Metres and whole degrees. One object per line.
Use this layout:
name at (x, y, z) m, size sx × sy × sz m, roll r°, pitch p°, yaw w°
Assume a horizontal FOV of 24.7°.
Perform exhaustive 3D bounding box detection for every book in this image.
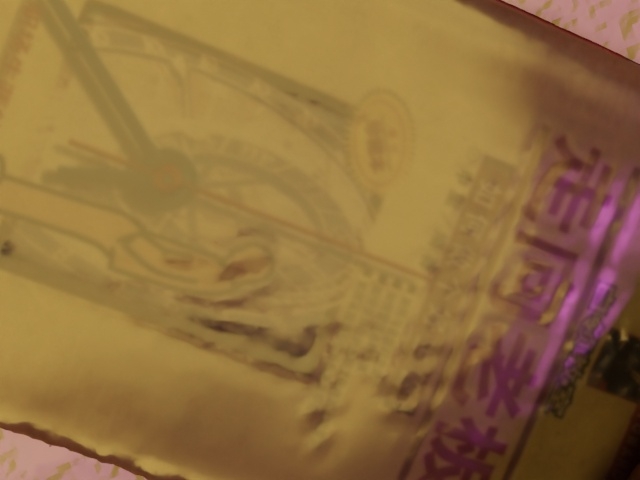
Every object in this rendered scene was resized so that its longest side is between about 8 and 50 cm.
book at (0.000, 0.000, 0.407) m, size 0.231 × 0.026 × 0.161 m, roll 21°, pitch 94°, yaw -16°

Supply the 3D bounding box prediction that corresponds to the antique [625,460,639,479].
antique at (0.107, 0.144, 0.413) m, size 0.093 × 0.087 × 0.310 m, roll 35°, pitch 90°, yaw -38°
